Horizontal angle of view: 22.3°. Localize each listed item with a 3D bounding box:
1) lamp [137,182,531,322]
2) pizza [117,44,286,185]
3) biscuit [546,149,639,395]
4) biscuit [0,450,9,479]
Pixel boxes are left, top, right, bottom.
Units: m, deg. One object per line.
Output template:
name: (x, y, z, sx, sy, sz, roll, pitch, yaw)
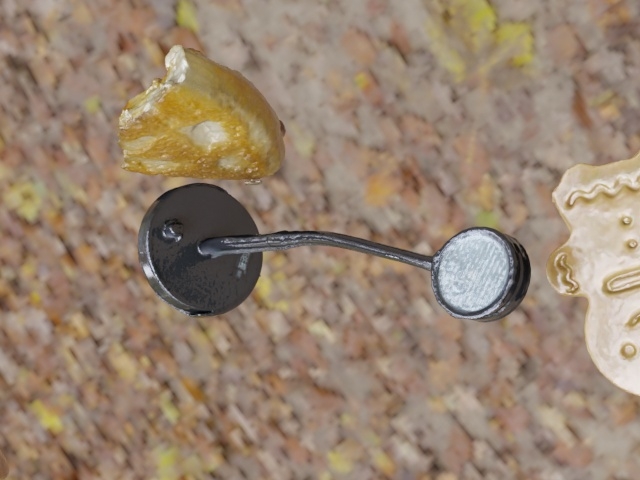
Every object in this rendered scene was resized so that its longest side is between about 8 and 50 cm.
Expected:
lamp: (0.021, 0.011, 1.262, 0.371, 0.108, 0.130, -2, 72, 39)
pizza: (-0.114, -0.097, 1.409, 0.161, 0.182, 0.062, -26, 58, 30)
biscuit: (0.225, 0.026, 1.140, 0.133, 0.027, 0.184, -2, 90, 19)
biscuit: (-0.300, 0.144, 1.290, 0.250, 0.036, 0.165, 60, -172, 36)
